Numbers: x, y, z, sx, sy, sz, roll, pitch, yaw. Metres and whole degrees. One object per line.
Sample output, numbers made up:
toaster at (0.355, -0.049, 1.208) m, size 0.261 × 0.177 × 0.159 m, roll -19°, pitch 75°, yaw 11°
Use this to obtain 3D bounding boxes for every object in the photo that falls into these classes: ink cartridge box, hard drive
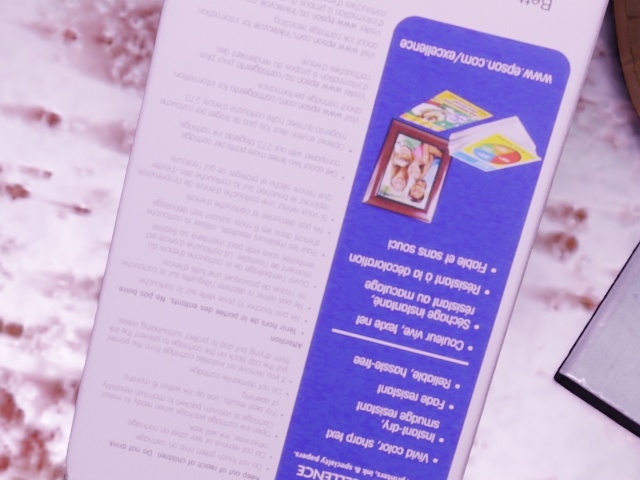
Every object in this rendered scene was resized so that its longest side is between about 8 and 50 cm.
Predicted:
ink cartridge box at (0.000, 0.000, 0.859) m, size 0.176 × 0.069 × 0.371 m, roll 14°, pitch 109°, yaw -2°
hard drive at (0.188, 0.036, 0.950) m, size 0.094 × 0.022 × 0.135 m, roll 33°, pitch 75°, yaw 3°

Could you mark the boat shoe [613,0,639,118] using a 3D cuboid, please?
boat shoe at (0.191, -0.194, 0.916) m, size 0.098 × 0.109 × 0.302 m, roll -24°, pitch 114°, yaw -38°
